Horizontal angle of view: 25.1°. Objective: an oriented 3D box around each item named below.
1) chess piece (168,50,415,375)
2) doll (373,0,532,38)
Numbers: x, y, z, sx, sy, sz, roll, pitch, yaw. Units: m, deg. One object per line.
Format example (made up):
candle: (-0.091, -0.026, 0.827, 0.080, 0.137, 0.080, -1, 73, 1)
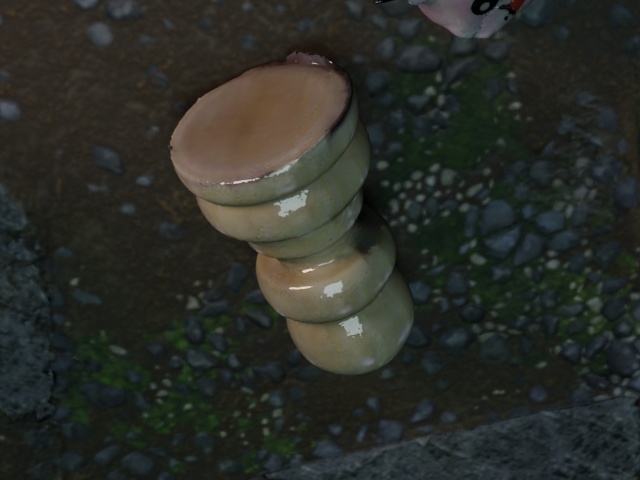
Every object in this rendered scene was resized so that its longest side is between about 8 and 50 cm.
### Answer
chess piece: (0.000, 0.000, 1.104, 0.142, 0.143, 0.261, -21, 128, 7)
doll: (0.127, -0.214, 0.984, 0.192, 0.149, 0.095, -44, 77, 12)
